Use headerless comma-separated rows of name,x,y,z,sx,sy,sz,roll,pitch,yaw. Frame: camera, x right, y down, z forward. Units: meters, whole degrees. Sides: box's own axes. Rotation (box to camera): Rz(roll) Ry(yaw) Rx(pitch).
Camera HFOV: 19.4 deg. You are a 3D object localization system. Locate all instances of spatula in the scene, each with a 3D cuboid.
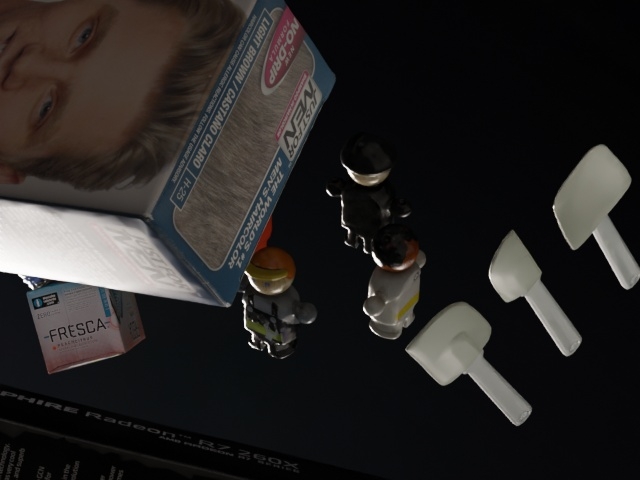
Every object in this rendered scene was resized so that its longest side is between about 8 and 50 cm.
spatula,0.143,0.037,1.165,0.168,0.019,0.242,-51,-27,-2

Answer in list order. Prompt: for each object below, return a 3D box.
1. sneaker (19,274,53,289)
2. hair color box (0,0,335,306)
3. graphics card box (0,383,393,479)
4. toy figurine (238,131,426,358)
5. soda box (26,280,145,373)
sneaker,-0.164,-0.033,1.245,0.135,0.058,0.052,-47,0,-5
hair color box,-0.183,-0.076,1.160,0.105,0.347,0.174,53,-127,-48
graphics card box,-0.127,0.212,1.029,0.094,0.371,0.233,-92,16,-85
toy figurine,0.000,0.000,1.936,0.213,0.209,0.148,-7,-47,-8
soda box,-0.170,0.056,1.384,0.058,0.063,0.183,-15,1,-1
